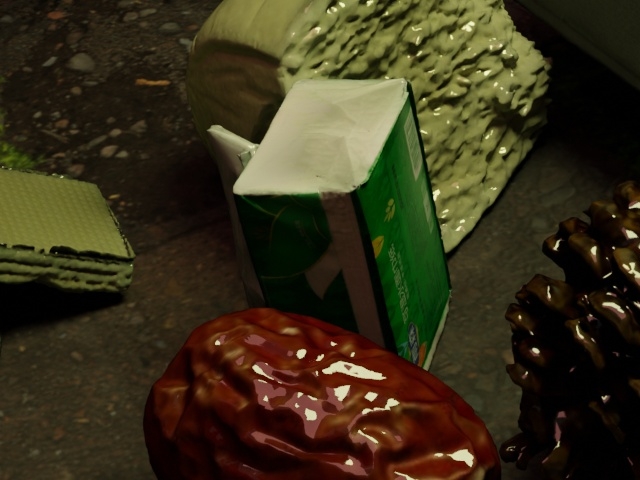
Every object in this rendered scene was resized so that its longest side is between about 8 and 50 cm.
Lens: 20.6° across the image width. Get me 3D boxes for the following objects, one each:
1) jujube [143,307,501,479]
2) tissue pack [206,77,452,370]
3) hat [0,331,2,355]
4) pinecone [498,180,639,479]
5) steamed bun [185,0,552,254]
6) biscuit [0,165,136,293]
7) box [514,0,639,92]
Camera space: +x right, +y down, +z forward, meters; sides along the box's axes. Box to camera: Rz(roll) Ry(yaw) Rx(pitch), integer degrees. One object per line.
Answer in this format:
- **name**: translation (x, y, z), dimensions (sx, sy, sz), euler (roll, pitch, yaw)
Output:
- **jujube**: translation (-0.002, 0.144, 1.200), dimensions (0.250, 0.174, 0.174), euler (22, 47, 21)
- **tissue pack**: translation (-0.001, 0.002, 1.340), dimensions (0.156, 0.209, 0.148), euler (1, 39, 19)
- **hat**: translation (-0.393, 0.076, 1.413), dimensions (0.265, 0.128, 0.265), euler (-4, 38, 3)
- **pinecone**: translation (0.238, 0.062, 1.191), dimensions (0.257, 0.243, 0.243), euler (-19, 32, 26)
- **steamed bun**: translation (0.033, -0.162, 1.498), dimensions (0.290, 0.272, 0.273), euler (-33, 42, -32)
- **biscuit**: translation (-0.289, -0.014, 1.472), dimensions (0.252, 0.052, 0.150), euler (8, 26, -30)
- **box**: translation (0.322, -0.262, 1.526), dimensions (0.251, 0.204, 0.345), euler (7, 26, -33)
